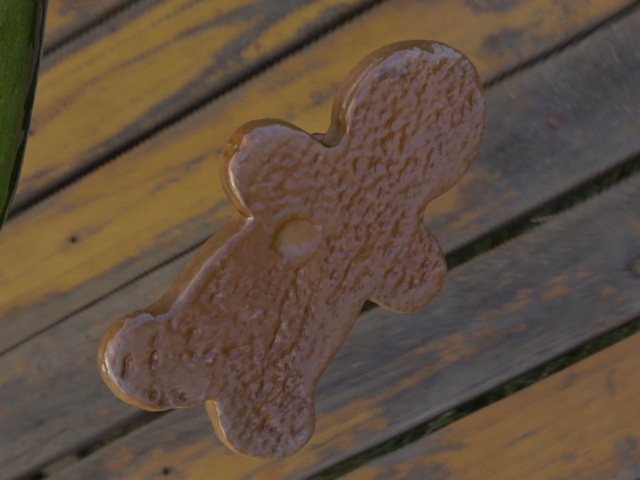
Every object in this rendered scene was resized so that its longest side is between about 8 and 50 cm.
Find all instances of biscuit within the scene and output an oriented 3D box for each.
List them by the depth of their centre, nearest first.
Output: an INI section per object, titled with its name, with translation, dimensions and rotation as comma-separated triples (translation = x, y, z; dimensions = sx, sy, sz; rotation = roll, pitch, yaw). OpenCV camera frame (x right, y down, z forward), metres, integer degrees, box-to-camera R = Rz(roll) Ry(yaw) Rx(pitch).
[biscuit]
translation = -0.002, -0.001, 1.107
dimensions = 0.324, 0.205, 0.049
rotation = -56, 34, 3

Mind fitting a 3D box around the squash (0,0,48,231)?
[squash]
translation = -0.154, -0.106, 0.648
dimensions = 0.094, 0.094, 0.341
rotation = 30, 131, 15
